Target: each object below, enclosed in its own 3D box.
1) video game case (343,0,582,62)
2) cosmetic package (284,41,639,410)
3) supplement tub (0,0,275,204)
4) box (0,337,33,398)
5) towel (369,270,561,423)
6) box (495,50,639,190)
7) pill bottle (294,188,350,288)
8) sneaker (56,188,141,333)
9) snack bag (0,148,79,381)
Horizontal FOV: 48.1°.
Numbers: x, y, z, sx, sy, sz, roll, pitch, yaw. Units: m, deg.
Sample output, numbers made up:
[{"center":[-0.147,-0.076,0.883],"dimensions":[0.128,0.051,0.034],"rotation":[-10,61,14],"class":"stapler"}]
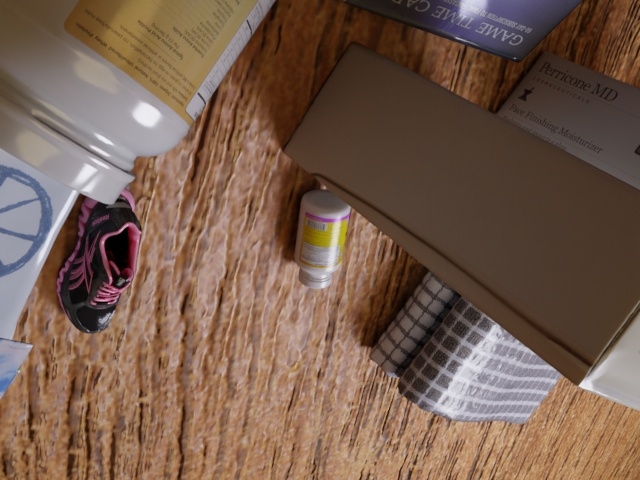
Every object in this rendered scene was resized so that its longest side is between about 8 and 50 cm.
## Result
[{"center":[0.165,-0.245,0.493],"dimensions":[0.196,0.026,0.274],"rotation":[6,146,-34],"class":"video game case"},{"center":[0.129,-0.019,0.528],"dimensions":[0.160,0.309,0.113],"rotation":[25,101,-45],"class":"cosmetic package"},{"center":[-0.103,-0.134,0.363],"dimensions":[0.199,0.144,0.144],"rotation":[-56,137,-2],"class":"supplement tub"},{"center":[-0.270,0.115,0.439],"dimensions":[0.109,0.042,0.178],"rotation":[25,102,-46],"class":"box"},{"center":[0.223,0.096,0.825],"dimensions":[0.284,0.121,0.235],"rotation":[21,106,-46],"class":"towel"},{"center":[0.283,-0.068,0.710],"dimensions":[0.119,0.181,0.182],"rotation":[-53,137,4],"class":"box"},{"center":[0.000,0.000,0.631],"dimensions":[0.043,0.043,0.083],"rotation":[-13,128,-32],"class":"pill bottle"},{"center":[-0.154,0.023,0.513],"dimensions":[0.047,0.057,0.119],"rotation":[-4,123,-40],"class":"sneaker"},{"center":[-0.328,0.044,0.401],"dimensions":[0.323,0.037,0.342],"rotation":[16,108,-44],"class":"snack bag"}]
